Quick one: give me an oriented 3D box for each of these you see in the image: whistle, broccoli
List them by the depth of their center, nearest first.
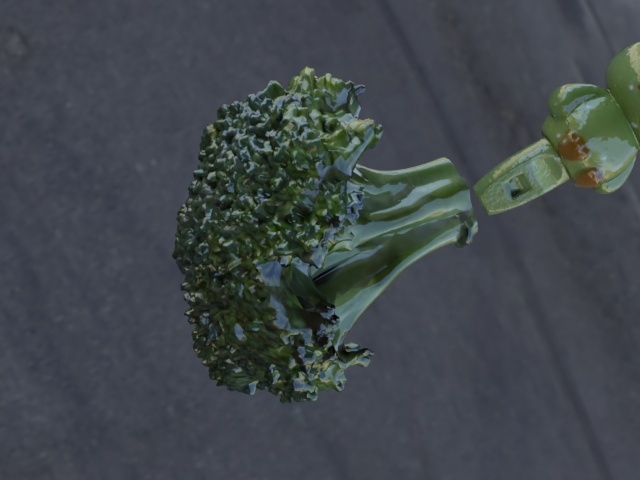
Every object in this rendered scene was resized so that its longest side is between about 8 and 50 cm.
[{"bbox_3d":[-0.019,-0.006,1.394,0.235,0.288,0.260,41,68,0],"label":"broccoli"},{"bbox_3d":[0.308,-0.112,1.760,0.141,0.294,0.141,52,-5,7],"label":"whistle"}]
